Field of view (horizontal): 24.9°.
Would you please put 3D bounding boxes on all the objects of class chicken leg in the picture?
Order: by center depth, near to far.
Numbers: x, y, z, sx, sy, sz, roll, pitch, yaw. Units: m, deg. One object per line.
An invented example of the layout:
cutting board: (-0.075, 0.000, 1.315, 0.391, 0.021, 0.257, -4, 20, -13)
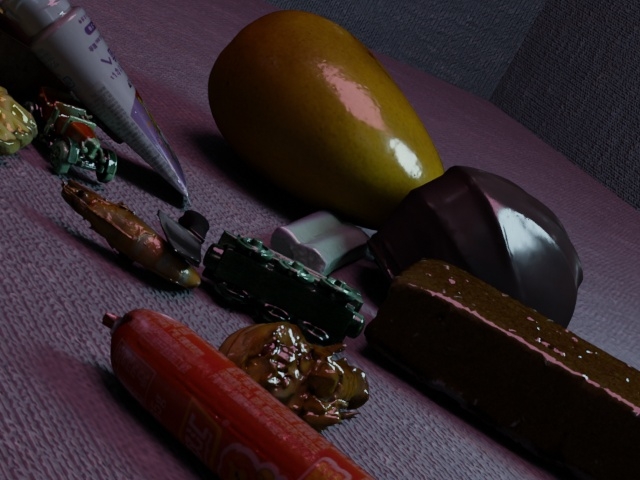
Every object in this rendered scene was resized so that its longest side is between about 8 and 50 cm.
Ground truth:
chicken leg: (-0.007, 0.117, 1.203, 0.101, 0.085, 0.207, -2, -11, 30)

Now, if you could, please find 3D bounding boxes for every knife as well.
knife: (-0.137, -0.007, 1.413, 0.060, 0.028, 0.230, 40, 5, -10)

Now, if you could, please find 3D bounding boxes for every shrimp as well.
shrimp: (-0.176, -0.009, 1.375, 0.162, 0.045, 0.095, 37, 14, 5)

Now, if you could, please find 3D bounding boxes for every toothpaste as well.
toothpaste: (-0.234, -0.164, 1.605, 0.299, 0.073, 0.114, 51, 1, -19)

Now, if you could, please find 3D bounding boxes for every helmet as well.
helmet: (0.209, 0.022, 1.723, 0.305, 0.177, 0.225, 22, 19, -36)

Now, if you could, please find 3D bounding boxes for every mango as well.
mango: (0.010, -0.149, 1.878, 0.378, 0.221, 0.264, 44, 7, 29)

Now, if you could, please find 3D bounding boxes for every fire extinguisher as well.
fire extinguisher: (-0.329, -0.182, 1.634, 0.252, 0.075, 0.106, 34, 30, -38)

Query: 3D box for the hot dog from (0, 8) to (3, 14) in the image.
hot dog: (-0.436, -0.252, 1.647, 0.242, 0.084, 0.073, 18, 14, -36)

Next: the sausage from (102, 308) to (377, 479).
sausage: (-0.066, 0.131, 1.054, 0.274, 0.074, 0.074, 37, 16, 29)

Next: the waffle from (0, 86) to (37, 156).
waffle: (-0.407, -0.158, 1.437, 0.250, 0.056, 0.261, 33, 12, 12)

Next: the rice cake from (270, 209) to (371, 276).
rice cake: (0.000, 0.001, 1.700, 0.080, 0.042, 0.222, 36, 15, 8)

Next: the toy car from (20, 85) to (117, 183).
toy car: (-0.269, -0.113, 1.545, 0.073, 0.054, 0.143, 16, 18, -39)

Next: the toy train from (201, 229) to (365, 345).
toy train: (-0.036, 0.047, 1.428, 0.170, 0.071, 0.111, 27, 5, -5)

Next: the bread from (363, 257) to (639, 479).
bread: (0.244, 0.160, 1.481, 0.416, 0.113, 0.165, 31, 13, 13)
